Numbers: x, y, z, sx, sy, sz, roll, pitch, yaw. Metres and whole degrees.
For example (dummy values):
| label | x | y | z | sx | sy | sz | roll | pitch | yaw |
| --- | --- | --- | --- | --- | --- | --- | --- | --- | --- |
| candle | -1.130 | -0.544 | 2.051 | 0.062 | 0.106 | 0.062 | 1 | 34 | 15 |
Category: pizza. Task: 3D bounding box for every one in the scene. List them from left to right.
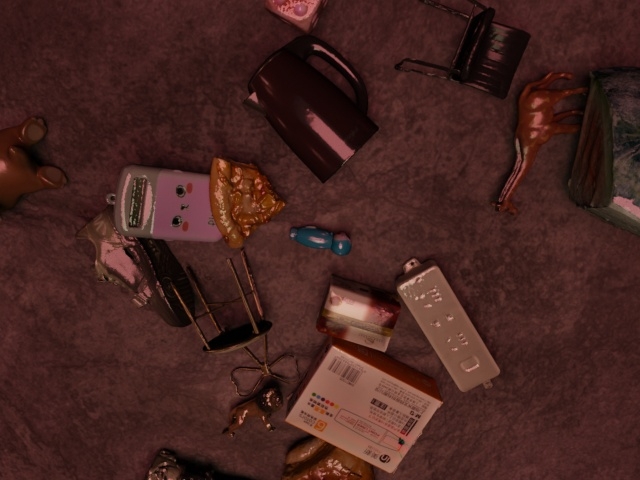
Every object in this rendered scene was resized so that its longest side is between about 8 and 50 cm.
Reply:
| label | x | y | z | sx | sy | sz | roll | pitch | yaw |
| --- | --- | --- | --- | --- | --- | --- | --- | --- | --- |
| pizza | -0.139 | -0.073 | 0.986 | 0.162 | 0.062 | 0.181 | -2 | 104 | -28 |

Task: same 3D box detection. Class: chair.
| label | x | y | z | sx | sy | sz | roll | pitch | yaw |
| --- | --- | --- | --- | --- | --- | --- | --- | --- | --- |
| chair | -0.166 | 0.191 | 1.027 | 0.160 | 0.170 | 0.325 | -19 | 97 | 4 |
| chair | 0.260 | -0.337 | 0.872 | 0.221 | 0.145 | 0.140 | 18 | 105 | -3 |

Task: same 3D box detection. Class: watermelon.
| label | x | y | z | sx | sy | sz | roll | pitch | yaw |
| --- | --- | --- | --- | --- | --- | --- | --- | --- | --- |
| watermelon | 0.553 | -0.116 | 0.882 | 0.229 | 0.258 | 0.386 | 2 | 63 | -2 |

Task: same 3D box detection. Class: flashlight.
| label | x | y | z | sx | sy | sz | roll | pitch | yaw |
| --- | --- | --- | --- | --- | --- | --- | --- | --- | --- |
| flashlight | 0.000 | 0.000 | 1.020 | 0.129 | 0.051 | 0.051 | 10 | 105 | 2 |

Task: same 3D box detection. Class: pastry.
| label | x | y | z | sx | sy | sz | roll | pitch | yaw |
| --- | --- | --- | --- | --- | --- | --- | --- | --- | --- |
| pastry | 0.018 | 0.556 | 1.139 | 0.219 | 0.100 | 0.228 | -14 | 102 | 6 |

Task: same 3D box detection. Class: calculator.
| label | x | y | z | sx | sy | sz | roll | pitch | yaw |
| --- | --- | --- | --- | --- | --- | --- | --- | --- | --- |
| calculator | -0.283 | -0.069 | 0.970 | 0.246 | 0.045 | 0.141 | 5 | 103 | -30 |

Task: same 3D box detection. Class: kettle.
| label | x | y | z | sx | sy | sz | roll | pitch | yaw |
| --- | --- | --- | --- | --- | --- | --- | --- | --- | --- |
| kettle | -0.007 | -0.251 | 0.915 | 0.202 | 0.144 | 0.232 | -45 | 96 | -7 |

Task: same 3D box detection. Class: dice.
| label | x | y | z | sx | sy | sz | roll | pitch | yaw |
| --- | --- | --- | --- | --- | --- | --- | --- | --- | --- |
| dice | -0.040 | -0.429 | 0.886 | 0.094 | 0.093 | 0.091 | 29 | 104 | -6 |

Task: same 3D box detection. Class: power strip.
| label | x | y | z | sx | sy | sz | roll | pitch | yaw |
| --- | --- | --- | --- | --- | --- | --- | --- | --- | --- |
| power strip | 0.271 | 0.187 | 1.052 | 0.098 | 0.058 | 0.338 | -31 | 102 | 9 |

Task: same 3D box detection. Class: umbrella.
| label | x | y | z | sx | sy | sz | roll | pitch | yaw |
| --- | --- | --- | --- | --- | --- | --- | --- | --- | --- |
| umbrella | -0.234 | 0.590 | 1.157 | 0.358 | 0.106 | 0.112 | 16 | 101 | -2 |

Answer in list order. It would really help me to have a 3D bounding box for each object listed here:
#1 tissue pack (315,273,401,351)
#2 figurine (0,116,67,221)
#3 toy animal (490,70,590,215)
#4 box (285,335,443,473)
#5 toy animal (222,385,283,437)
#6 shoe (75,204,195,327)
| label | x | y | z | sx | sy | sz | roll | pitch | yaw |
| --- | --- | --- | --- | --- | --- | --- | --- | --- | --- |
| tissue pack | 0.076 | 0.148 | 1.029 | 0.149 | 0.099 | 0.105 | 17 | 104 | -1 |
| figurine | -0.652 | -0.117 | 0.956 | 0.248 | 0.173 | 0.177 | -14 | 103 | 7 |
| toy animal | 0.405 | -0.181 | 0.944 | 0.230 | 0.066 | 0.224 | -26 | 109 | -2 |
| box | 0.091 | 0.349 | 1.085 | 0.274 | 0.091 | 0.220 | 30 | 105 | -5 |
| toy animal | -0.147 | 0.392 | 1.120 | 0.220 | 0.069 | 0.086 | -40 | 99 | 24 |
| shoe | -0.385 | 0.067 | 1.030 | 0.149 | 0.109 | 0.292 | -25 | 98 | 12 |
